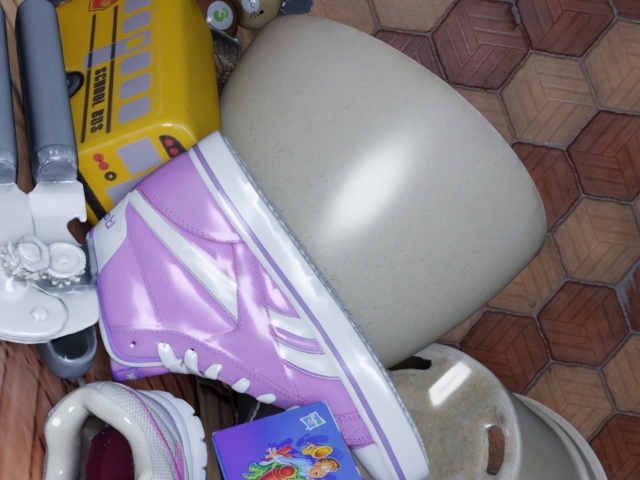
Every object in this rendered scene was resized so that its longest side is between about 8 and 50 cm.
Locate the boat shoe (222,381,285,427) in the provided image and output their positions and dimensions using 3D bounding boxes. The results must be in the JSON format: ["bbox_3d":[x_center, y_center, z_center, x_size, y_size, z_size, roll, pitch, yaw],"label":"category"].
[{"bbox_3d":[-0.053,0.123,1.083,0.097,0.116,0.324,28,31,-6],"label":"boat shoe"}]

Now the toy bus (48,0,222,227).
[{"bbox_3d":[-0.161,-0.136,0.893,0.332,0.130,0.108,-101,168,-50],"label":"toy bus"}]

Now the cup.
[{"bbox_3d":[0.000,0.000,0.946,0.331,0.237,0.331,34,-18,13],"label":"cup"}]

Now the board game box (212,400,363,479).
[{"bbox_3d":[0.019,0.311,0.674,0.233,0.078,0.347,-119,-162,-51],"label":"board game box"}]

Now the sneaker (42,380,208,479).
[{"bbox_3d":[-0.108,0.188,0.584,0.111,0.103,0.252,49,15,-57],"label":"sneaker"}]

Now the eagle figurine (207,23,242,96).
[{"bbox_3d":[-0.092,-0.188,1.478,0.226,0.225,0.298,29,23,30],"label":"eagle figurine"}]

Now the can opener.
[{"bbox_3d":[-0.199,-0.045,0.694,0.093,0.074,0.280,119,-37,-53],"label":"can opener"}]

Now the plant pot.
[{"bbox_3d":[0.124,0.263,1.103,0.305,0.334,0.334,53,17,-55],"label":"plant pot"}]

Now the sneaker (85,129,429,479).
[{"bbox_3d":[-0.053,0.082,0.737,0.282,0.161,0.102,54,0,2],"label":"sneaker"}]

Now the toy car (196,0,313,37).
[{"bbox_3d":[-0.112,-0.360,1.597,0.149,0.188,0.155,-83,151,-74],"label":"toy car"}]
